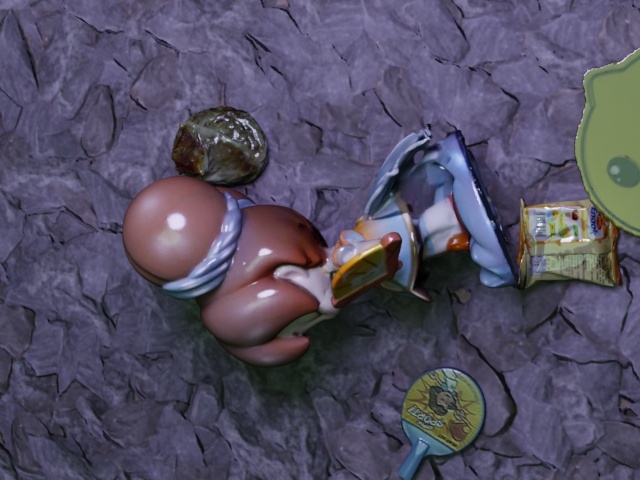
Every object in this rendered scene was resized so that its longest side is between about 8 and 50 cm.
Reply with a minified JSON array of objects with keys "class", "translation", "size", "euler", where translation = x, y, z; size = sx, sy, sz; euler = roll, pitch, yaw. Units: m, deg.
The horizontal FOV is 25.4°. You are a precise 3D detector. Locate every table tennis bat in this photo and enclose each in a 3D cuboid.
[{"class":"table tennis bat","translation":[0.138,0.224,1.723],"size":[0.100,0.019,0.155],"euler":[32,105,9]}]

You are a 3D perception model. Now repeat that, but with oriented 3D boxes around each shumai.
[{"class":"shumai","translation":[-0.131,-0.110,1.710],"size":[0.123,0.087,0.099],"euler":[-9,96,17]}]

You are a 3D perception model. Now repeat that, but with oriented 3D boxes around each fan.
[{"class":"fan","translation":[0.426,-0.084,1.575],"size":[0.335,0.011,0.229],"euler":[38,103,5]}]

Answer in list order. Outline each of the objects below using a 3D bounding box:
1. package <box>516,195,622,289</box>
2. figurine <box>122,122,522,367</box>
[{"class":"package","translation":[0.283,0.002,1.632],"size":[0.120,0.031,0.108],"euler":[-2,100,11]},{"class":"figurine","translation":[0.000,0.001,1.598],"size":[0.388,0.276,0.248],"euler":[-22,81,11]}]
